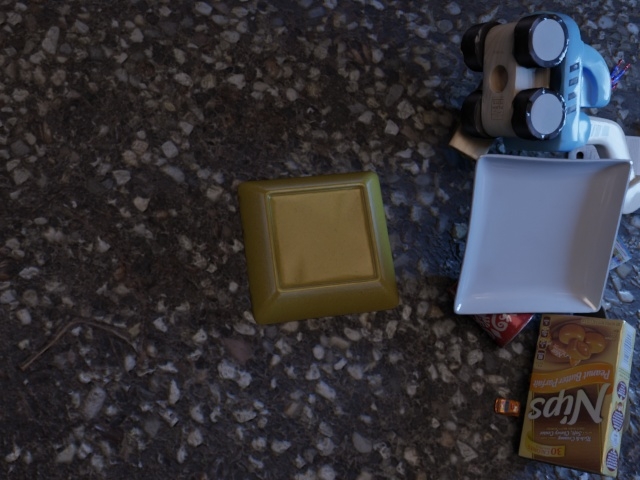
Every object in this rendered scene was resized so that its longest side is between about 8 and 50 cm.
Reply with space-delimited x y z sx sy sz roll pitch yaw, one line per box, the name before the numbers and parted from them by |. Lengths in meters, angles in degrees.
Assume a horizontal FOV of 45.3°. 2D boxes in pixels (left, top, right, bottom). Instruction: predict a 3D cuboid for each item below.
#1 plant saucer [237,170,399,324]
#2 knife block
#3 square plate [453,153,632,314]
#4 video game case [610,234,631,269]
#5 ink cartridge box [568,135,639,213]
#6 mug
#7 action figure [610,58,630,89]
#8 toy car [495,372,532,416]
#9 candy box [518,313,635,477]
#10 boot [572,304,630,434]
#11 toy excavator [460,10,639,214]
plant saucer | 0.000 0.000 1.696 0.332 0.081 0.333 -6 75 -11
knife block | 0.406 -0.336 1.752 0.088 0.242 0.276 30 42 1
square plate | 0.454 -0.011 1.598 0.347 0.049 0.344 1 110 -13
video game case | 0.639 0.026 1.815 0.166 0.015 0.119 -25 79 -14
ink cartridge box | 0.723 -0.167 1.875 0.232 0.066 0.189 6 73 15
mug | 0.380 0.136 1.713 0.169 0.113 0.150 42 28 9
action figure | 0.740 -0.408 1.947 0.038 0.030 0.115 39 77 9
toy car | 0.431 0.332 1.684 0.060 0.040 0.122 29 73 1
candy box | 0.543 0.320 1.620 0.087 0.183 0.316 30 69 -45
boot | 0.623 0.289 1.712 0.115 0.112 0.305 17 65 -34
toy excavator | 0.546 -0.267 1.665 0.445 0.222 0.433 -4 99 -25
